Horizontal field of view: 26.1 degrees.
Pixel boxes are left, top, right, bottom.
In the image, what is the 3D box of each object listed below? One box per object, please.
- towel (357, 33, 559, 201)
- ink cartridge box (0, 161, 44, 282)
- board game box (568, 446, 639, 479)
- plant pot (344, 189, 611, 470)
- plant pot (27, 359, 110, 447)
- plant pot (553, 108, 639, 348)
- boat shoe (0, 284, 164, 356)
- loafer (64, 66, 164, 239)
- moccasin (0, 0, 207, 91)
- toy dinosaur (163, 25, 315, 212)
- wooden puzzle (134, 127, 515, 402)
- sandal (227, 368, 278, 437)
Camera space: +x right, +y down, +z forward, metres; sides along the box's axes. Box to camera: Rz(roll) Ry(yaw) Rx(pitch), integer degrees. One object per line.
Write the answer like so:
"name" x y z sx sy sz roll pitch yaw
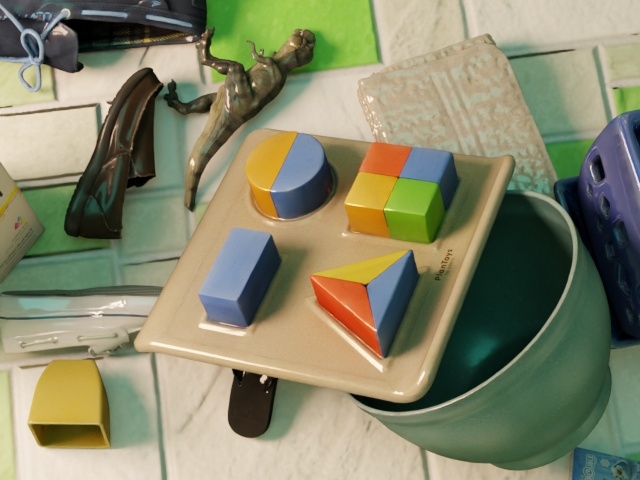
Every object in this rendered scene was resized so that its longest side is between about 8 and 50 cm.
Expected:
"towel" 0.170 -0.095 1.628 0.187 0.049 0.282 -18 76 -5
"ink cartridge box" -0.422 -0.007 1.472 0.117 0.278 0.201 36 77 9
"board game box" 0.317 0.275 1.516 0.090 0.020 0.090 12 44 3
"plant pot" 0.187 0.119 1.460 0.293 0.293 0.196 -50 122 -13
"plant pot" -0.274 0.177 1.527 0.081 0.081 0.083 1 64 -1
"plant pot" 0.399 -0.010 1.503 0.236 0.212 0.236 -10 75 -22
"boat shoe" -0.250 0.093 1.560 0.226 0.083 0.076 0 97 2
"loafer" -0.226 -0.095 1.612 0.078 0.080 0.220 22 80 -5
"moccasin" -0.300 -0.255 1.620 0.342 0.138 0.117 -14 79 -4
"toy dinosaur" -0.116 -0.175 1.640 0.118 0.064 0.268 38 80 2
"wooden puzzle" 0.000 0.000 1.459 0.348 0.080 0.322 6 52 26
"sandal" -0.072 0.132 1.531 0.067 0.040 0.179 8 93 20
